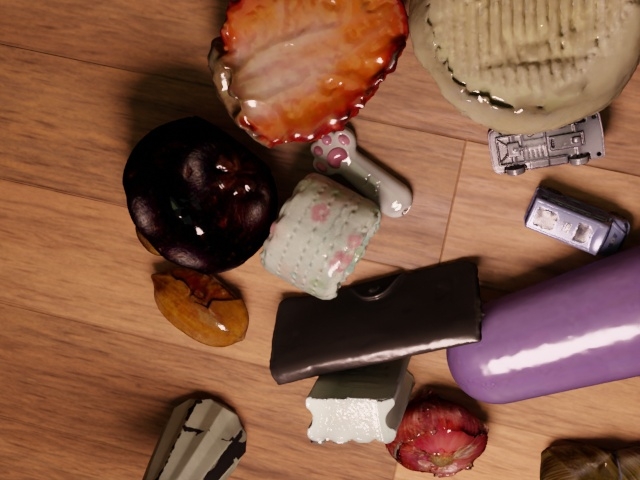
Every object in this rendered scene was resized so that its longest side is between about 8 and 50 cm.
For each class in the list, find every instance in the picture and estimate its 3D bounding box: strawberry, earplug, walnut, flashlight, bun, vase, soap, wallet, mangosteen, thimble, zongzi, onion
[{"bbox_3d":[-0.013,-0.301,1.756,0.336,0.149,0.265,-25,94,8],"label":"strawberry"},{"bbox_3d":[0.423,0.147,1.769,0.456,0.215,0.215,-20,102,21],"label":"earplug"},{"bbox_3d":[-0.220,0.116,1.950,0.207,0.116,0.116,31,111,9],"label":"walnut"},{"bbox_3d":[0.071,-0.112,1.840,0.200,0.047,0.093,39,112,-1],"label":"flashlight"},{"bbox_3d":[0.310,-0.324,1.626,0.359,0.211,0.360,0,91,5],"label":"bun"},{"bbox_3d":[-0.244,0.413,1.910,0.165,0.360,0.165,4,108,11],"label":"vase"},{"bbox_3d":[0.070,0.257,1.846,0.150,0.261,0.094,-4,103,13],"label":"soap"},{"bbox_3d":[0.098,0.135,1.839,0.377,0.197,0.051,-13,128,17],"label":"wallet"},{"bbox_3d":[-0.212,-0.073,1.821,0.287,0.287,0.233,26,84,3],"label":"mangosteen"},{"bbox_3d":[0.000,0.000,1.827,0.149,0.185,0.211,29,152,6],"label":"thimble"},{"bbox_3d":[0.553,0.478,1.889,0.300,0.138,0.286,-16,108,7],"label":"zongzi"},{"bbox_3d":[0.203,0.333,1.916,0.184,0.147,0.184,-1,149,0],"label":"onion"}]

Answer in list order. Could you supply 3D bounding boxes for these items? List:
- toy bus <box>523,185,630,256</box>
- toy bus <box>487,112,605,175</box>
[{"bbox_3d":[0.422,-0.024,1.776,0.167,0.076,0.073,21,111,5],"label":"toy bus"},{"bbox_3d":[0.361,-0.161,1.737,0.178,0.098,0.087,-9,107,12],"label":"toy bus"}]
